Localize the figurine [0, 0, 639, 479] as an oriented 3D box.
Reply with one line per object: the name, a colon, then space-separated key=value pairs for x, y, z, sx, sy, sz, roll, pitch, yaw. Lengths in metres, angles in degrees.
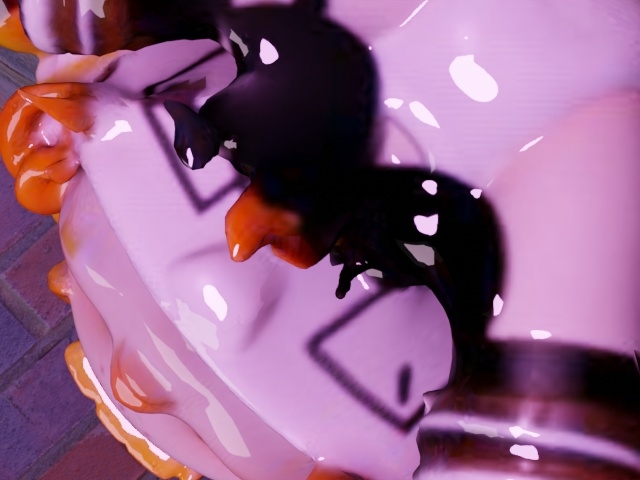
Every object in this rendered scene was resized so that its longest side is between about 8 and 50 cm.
figurine: x=0.004 y=-0.003 z=0.590 sx=0.320 sy=0.196 sz=0.323 roll=53 pitch=164 yaw=2
